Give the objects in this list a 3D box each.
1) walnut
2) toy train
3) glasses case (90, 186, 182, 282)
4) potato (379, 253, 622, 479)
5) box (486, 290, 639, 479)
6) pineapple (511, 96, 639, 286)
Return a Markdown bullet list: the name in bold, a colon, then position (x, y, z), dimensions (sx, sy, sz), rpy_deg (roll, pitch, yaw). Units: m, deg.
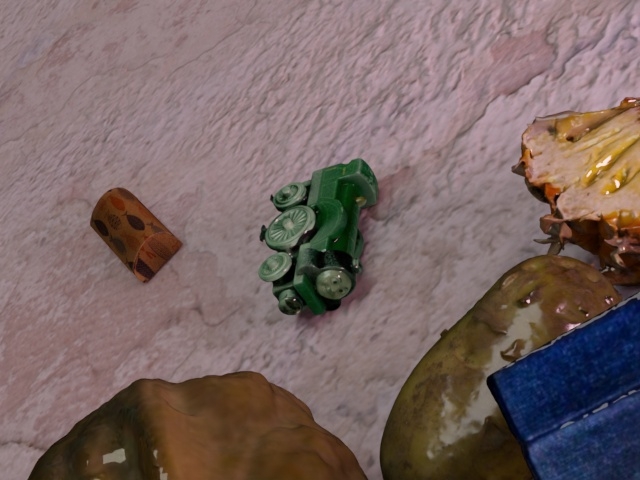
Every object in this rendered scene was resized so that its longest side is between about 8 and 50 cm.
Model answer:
- **walnut**: position (-0.092, 0.244, 1.287), dimensions (0.277, 0.282, 0.253), rpy_deg (-117, 35, -51)
- **toy train**: position (0.000, 0.000, 1.638), dimensions (0.104, 0.071, 0.178), rpy_deg (-16, 39, 23)
- **glasses case**: position (-0.223, -0.012, 1.936), dimensions (0.064, 0.041, 0.170), rpy_deg (-47, 32, -2)
- **potato**: position (0.141, 0.121, 1.294), dimensions (0.251, 0.113, 0.149), rpy_deg (-56, 39, -2)
- **box**: position (0.284, 0.065, 1.046), dimensions (0.279, 0.261, 0.116), rpy_deg (-30, 77, 23)
- **pineapple**: position (0.273, -0.045, 1.353), dimensions (0.236, 0.114, 0.186), rpy_deg (26, 73, 47)
